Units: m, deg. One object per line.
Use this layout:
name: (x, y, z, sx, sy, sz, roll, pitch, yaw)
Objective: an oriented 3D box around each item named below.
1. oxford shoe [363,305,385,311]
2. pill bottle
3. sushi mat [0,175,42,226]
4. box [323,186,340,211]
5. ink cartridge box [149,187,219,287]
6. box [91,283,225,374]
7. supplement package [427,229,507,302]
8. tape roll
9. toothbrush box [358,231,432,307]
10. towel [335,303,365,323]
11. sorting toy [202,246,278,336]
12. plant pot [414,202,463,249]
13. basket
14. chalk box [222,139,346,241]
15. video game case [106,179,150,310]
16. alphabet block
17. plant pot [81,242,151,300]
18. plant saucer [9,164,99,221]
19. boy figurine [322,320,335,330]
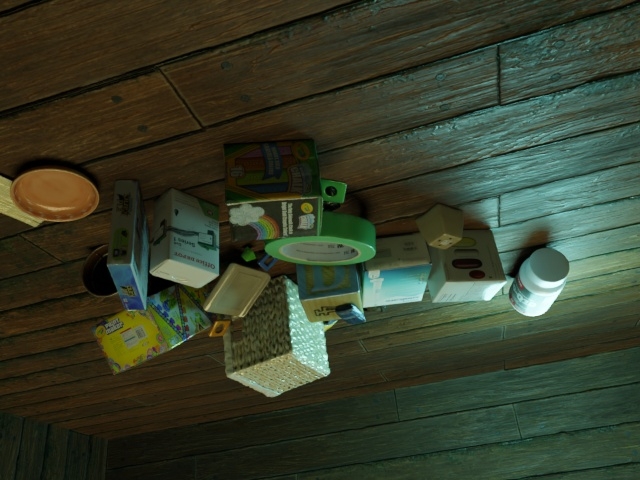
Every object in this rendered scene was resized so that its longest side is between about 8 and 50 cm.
oxford shoe: (0.196, 0.232, 2.140, 0.096, 0.083, 0.227, -13, 165, 7)
pill bottle: (0.795, 0.152, 2.069, 0.161, 0.161, 0.283, -7, 150, 1)
sushi mat: (-0.810, -0.119, 1.407, 0.151, 0.019, 0.316, -25, 146, 27)
box: (0.004, -0.111, 1.544, 0.083, 0.062, 0.052, -20, 148, 25)
ink cartridge box: (-0.355, -0.004, 1.497, 0.160, 0.219, 0.092, 22, 140, -41)
box: (-0.529, 0.271, 1.865, 0.290, 0.177, 0.279, -27, 180, 30)
supplement package: (0.460, 0.082, 1.842, 0.203, 0.194, 0.149, -2, 149, -10)
tape roll: (0.000, 0.000, 1.642, 0.321, 0.077, 0.321, 2, 163, 0)
toothbrush box: (0.241, 0.105, 1.908, 0.216, 0.126, 0.295, -7, 150, -1)
towel: (0.097, 0.241, 1.834, 0.067, 0.029, 0.119, -17, 149, 19)
sorting toy: (-0.275, 0.158, 1.828, 0.348, 0.047, 0.196, -55, 146, 6)
plant pot: (0.367, -0.036, 1.717, 0.109, 0.096, 0.109, 14, 144, -31)
basket: (-0.156, 0.348, 2.049, 0.266, 0.328, 0.331, -20, 146, 17)
chalk box: (-0.084, -0.123, 1.392, 0.288, 0.179, 0.180, -4, 150, -6)
video game case: (-0.496, 0.018, 1.484, 0.061, 0.244, 0.269, 0, 149, -9)
alphabet block: (0.031, 0.140, 1.863, 0.193, 0.192, 0.197, -7, 151, 5)
plant pot: (-0.607, 0.112, 1.727, 0.166, 0.167, 0.165, -10, 158, 7)
plant saucer: (-0.653, -0.120, 1.400, 0.199, 0.037, 0.200, -9, 146, -6)
boy figurine: (0.014, 0.339, 2.265, 0.285, 0.092, 0.177, -38, 174, 33)
